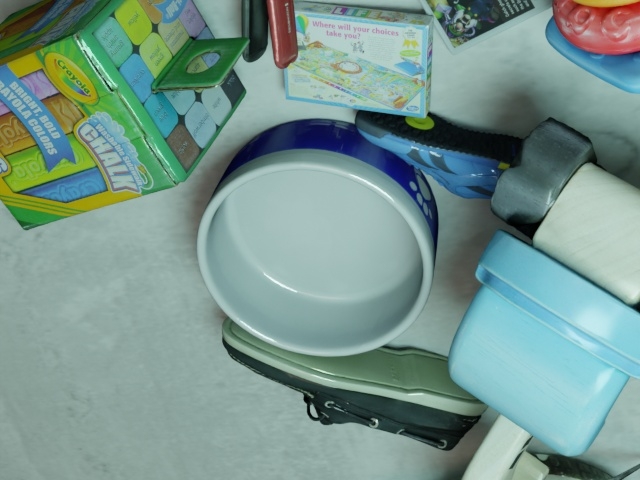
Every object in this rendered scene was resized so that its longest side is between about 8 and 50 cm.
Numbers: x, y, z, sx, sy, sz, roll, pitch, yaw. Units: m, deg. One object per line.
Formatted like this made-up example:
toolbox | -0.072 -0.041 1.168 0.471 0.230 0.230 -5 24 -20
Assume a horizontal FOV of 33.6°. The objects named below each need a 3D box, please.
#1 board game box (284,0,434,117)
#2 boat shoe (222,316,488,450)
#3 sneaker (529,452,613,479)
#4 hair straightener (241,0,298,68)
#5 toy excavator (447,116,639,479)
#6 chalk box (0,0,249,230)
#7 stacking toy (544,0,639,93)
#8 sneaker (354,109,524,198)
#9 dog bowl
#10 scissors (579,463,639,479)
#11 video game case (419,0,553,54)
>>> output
board game box | 0.038 -0.186 1.090 0.154 0.026 0.103 10 127 16
boat shoe | 0.034 0.181 1.308 0.340 0.127 0.113 13 119 -10
sneaker | 0.231 0.400 1.446 0.410 0.158 0.182 -16 151 20
hair straightener | -0.077 -0.282 1.033 0.089 0.047 0.230 13 128 30
toy excavator | 0.226 0.143 1.097 0.222 0.433 0.445 35 96 20
chalk box | -0.208 -0.155 1.060 0.289 0.180 0.179 -14 122 32
stacking toy | 0.229 -0.282 0.849 0.175 0.166 0.302 -40 130 2
sneaker | 0.132 -0.083 1.132 0.209 0.069 0.082 17 131 0
dog bowl | 0.000 0.000 1.198 0.265 0.104 0.265 6 126 9
scissors | 0.317 0.305 1.263 0.021 0.297 0.109 48 114 25
video game case | 0.155 -0.291 1.006 0.173 0.022 0.190 -24 118 26
